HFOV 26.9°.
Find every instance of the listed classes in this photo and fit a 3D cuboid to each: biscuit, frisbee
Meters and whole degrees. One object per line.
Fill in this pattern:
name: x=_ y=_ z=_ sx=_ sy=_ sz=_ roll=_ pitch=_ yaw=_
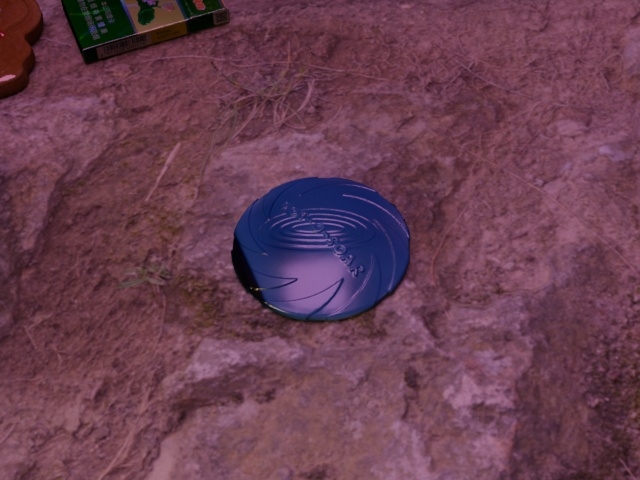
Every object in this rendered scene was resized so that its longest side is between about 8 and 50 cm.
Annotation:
biscuit: x=-0.534 y=-0.343 z=2.065 sx=0.202 sy=0.047 sz=0.334 roll=-18 pitch=54 yaw=-12
frisbee: x=0.000 y=0.000 z=1.780 sx=0.242 sy=0.045 sz=0.242 roll=-2 pitch=51 yaw=2

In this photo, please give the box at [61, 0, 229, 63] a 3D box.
box: x=-0.272 y=-0.358 z=2.072 sx=0.235 sy=0.034 sz=0.132 roll=-18 pitch=53 yaw=-12
